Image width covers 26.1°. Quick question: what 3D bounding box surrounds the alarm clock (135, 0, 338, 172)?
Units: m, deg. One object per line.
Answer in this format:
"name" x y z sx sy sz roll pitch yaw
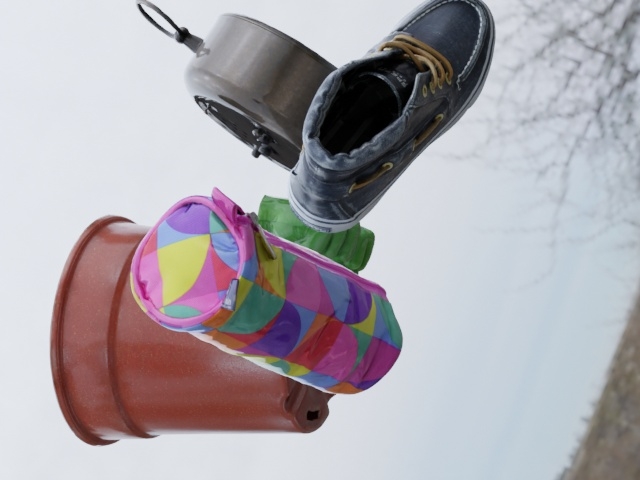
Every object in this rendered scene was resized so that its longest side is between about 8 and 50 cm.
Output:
"alarm clock" -0.041 -0.096 0.882 0.064 0.192 0.129 -54 -2 -7

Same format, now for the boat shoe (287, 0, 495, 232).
"boat shoe" 0.049 -0.088 0.767 0.183 0.065 0.083 -54 -9 -24

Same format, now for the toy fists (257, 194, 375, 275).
"toy fists" 0.000 0.000 2.100 0.279 0.142 0.096 40 -121 -74

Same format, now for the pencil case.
"pencil case" -0.031 0.044 0.997 0.236 0.104 0.104 31 -97 -55

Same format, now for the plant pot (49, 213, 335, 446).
"plant pot" -0.125 0.111 1.573 0.272 0.265 0.272 3 -90 -70
